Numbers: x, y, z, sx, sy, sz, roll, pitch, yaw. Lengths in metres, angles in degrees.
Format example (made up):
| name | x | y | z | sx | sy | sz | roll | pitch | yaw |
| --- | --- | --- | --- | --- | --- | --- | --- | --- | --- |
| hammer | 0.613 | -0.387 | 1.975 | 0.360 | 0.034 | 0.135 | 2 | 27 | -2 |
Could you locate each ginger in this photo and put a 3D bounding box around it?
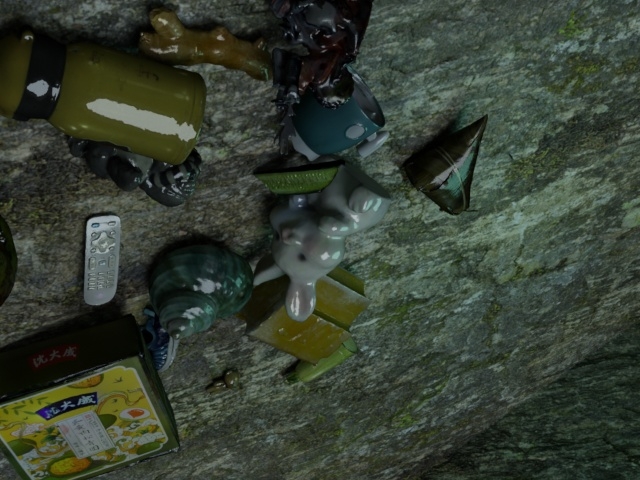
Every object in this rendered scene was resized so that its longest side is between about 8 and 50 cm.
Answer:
| name | x | y | z | sx | sy | sz | roll | pitch | yaw |
| --- | --- | --- | --- | --- | --- | --- | --- | --- | --- |
| ginger | -0.205 | -0.351 | 1.719 | 0.299 | 0.065 | 0.118 | 5 | 133 | -43 |

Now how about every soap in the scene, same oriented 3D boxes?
| name | x | y | z | sx | sy | sz | roll | pitch | yaw |
| --- | --- | --- | --- | --- | --- | --- | --- | --- | --- |
| soap | -0.037 | 0.164 | 2.326 | 0.259 | 0.143 | 0.281 | -47 | 135 | 13 |

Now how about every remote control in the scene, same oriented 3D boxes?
| name | x | y | z | sx | sy | sz | roll | pitch | yaw |
| --- | --- | --- | --- | --- | --- | --- | --- | --- | --- |
| remote control | -0.464 | 0.041 | 1.951 | 0.073 | 0.044 | 0.229 | -6 | 125 | -25 |

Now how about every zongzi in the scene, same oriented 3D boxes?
| name | x | y | z | sx | sy | sz | roll | pitch | yaw |
| --- | --- | --- | --- | --- | --- | --- | --- | --- | --- |
| zongzi | 0.361 | -0.174 | 2.274 | 0.241 | 0.111 | 0.248 | -37 | 143 | 14 |

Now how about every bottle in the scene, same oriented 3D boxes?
| name | x | y | z | sx | sy | sz | roll | pitch | yaw |
| --- | --- | --- | --- | --- | --- | --- | --- | --- | --- |
| bottle | -0.387 | -0.250 | 1.581 | 0.351 | 0.171 | 0.171 | 13 | 122 | -25 |

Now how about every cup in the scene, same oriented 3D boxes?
| name | x | y | z | sx | sy | sz | roll | pitch | yaw |
| --- | --- | --- | --- | --- | --- | --- | --- | --- | --- |
| cup | 0.020 | -0.254 | 1.913 | 0.173 | 0.167 | 0.300 | -34 | 138 | 20 |

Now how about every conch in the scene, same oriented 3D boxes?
| name | x | y | z | sx | sy | sz | roll | pitch | yaw |
| --- | --- | --- | --- | --- | --- | --- | --- | --- | --- |
| conch | -0.274 | 0.115 | 2.062 | 0.196 | 0.277 | 0.220 | -20 | 117 | 34 |

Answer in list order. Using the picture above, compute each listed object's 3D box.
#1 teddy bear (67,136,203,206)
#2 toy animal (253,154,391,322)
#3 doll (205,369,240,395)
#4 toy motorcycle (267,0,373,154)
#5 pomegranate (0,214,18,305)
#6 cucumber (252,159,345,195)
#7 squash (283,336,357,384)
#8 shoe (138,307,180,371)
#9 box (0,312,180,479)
| name | x | y | z | sx | sy | sz | roll | pitch | yaw |
| --- | --- | --- | --- | --- | --- | --- | --- | --- | --- |
| teddy bear | -0.331 | -0.152 | 1.747 | 0.251 | 0.171 | 0.144 | 20 | 110 | -44 |
| toy animal | -0.002 | -0.005 | 2.103 | 0.367 | 0.196 | 0.241 | -50 | 150 | 1 |
| doll | -0.258 | 0.380 | 2.467 | 0.093 | 0.051 | 0.061 | -16 | 149 | 23 |
| toy motorcycle | -0.023 | -0.344 | 1.721 | 0.207 | 0.134 | 0.400 | 15 | 86 | -16 |
| pomegranate | -0.713 | 0.039 | 1.607 | 0.341 | 0.284 | 0.285 | -12 | 140 | 0 |
| cucumber | -0.034 | -0.135 | 1.990 | 0.220 | 0.046 | 0.070 | -4 | 124 | 28 |
| squash | -0.011 | 0.334 | 2.564 | 0.224 | 0.094 | 0.094 | -37 | 142 | 11 |
| shoe | -0.385 | 0.228 | 2.179 | 0.106 | 0.091 | 0.207 | 6 | 134 | -11 |
| box | -0.547 | 0.385 | 2.120 | 0.373 | 0.138 | 0.420 | -16 | 138 | -7 |
